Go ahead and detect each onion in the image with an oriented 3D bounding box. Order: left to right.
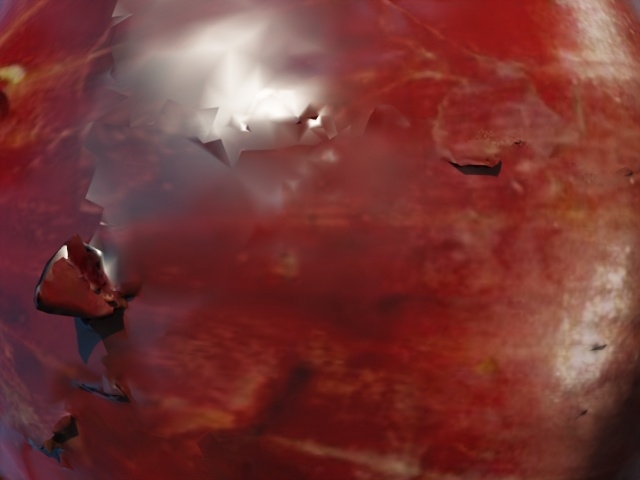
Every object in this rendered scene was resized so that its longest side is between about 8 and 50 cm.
[{"bbox_3d":[0.000,0.000,0.569,0.276,0.276,0.276,-45,-26,-29],"label":"onion"}]
